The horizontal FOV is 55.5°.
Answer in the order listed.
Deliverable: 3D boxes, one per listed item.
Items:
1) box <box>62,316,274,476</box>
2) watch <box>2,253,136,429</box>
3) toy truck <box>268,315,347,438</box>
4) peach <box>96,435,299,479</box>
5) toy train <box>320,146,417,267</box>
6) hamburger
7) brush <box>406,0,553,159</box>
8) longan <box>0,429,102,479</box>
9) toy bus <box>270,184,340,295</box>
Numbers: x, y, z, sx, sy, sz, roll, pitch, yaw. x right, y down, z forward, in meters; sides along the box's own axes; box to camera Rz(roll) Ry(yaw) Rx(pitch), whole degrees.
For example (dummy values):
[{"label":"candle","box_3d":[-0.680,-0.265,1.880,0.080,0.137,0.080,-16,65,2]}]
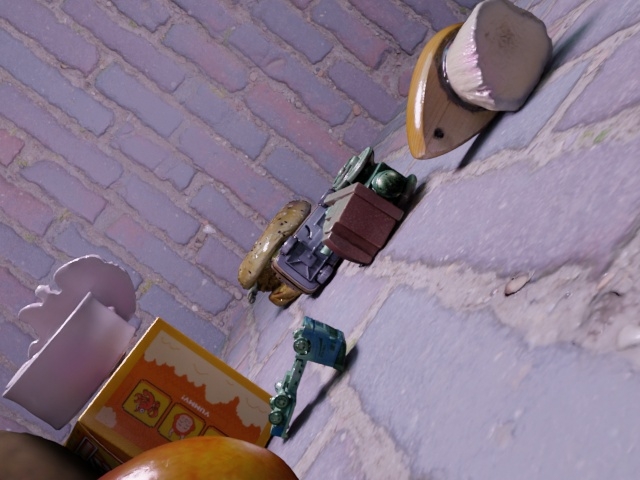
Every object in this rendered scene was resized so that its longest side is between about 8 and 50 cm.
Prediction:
[{"label":"box","box_3d":[-0.255,0.318,1.014,0.283,0.259,0.214,-45,11,53]},{"label":"watch","box_3d":[-0.405,0.160,0.990,0.244,0.196,0.231,-49,13,4]},{"label":"toy truck","box_3d":[-0.019,0.202,0.873,0.067,0.081,0.175,-104,33,-84]},{"label":"peach","box_3d":[-0.125,0.306,0.488,0.275,0.245,0.249,-84,3,-60]},{"label":"toy train","box_3d":[0.080,-0.064,1.286,0.221,0.150,0.304,-60,8,-7]},{"label":"hamburger","box_3d":[-0.108,0.051,1.803,0.318,0.195,0.277,-52,4,24]},{"label":"brush","box_3d":[0.248,-0.252,1.015,0.267,0.174,0.166,-61,16,-5]},{"label":"longan","box_3d":[-0.471,0.498,0.876,0.404,0.436,0.404,-45,-19,-20]},{"label":"toy bus","box_3d":[0.000,0.000,1.521,0.289,0.139,0.157,-54,2,-22]}]
